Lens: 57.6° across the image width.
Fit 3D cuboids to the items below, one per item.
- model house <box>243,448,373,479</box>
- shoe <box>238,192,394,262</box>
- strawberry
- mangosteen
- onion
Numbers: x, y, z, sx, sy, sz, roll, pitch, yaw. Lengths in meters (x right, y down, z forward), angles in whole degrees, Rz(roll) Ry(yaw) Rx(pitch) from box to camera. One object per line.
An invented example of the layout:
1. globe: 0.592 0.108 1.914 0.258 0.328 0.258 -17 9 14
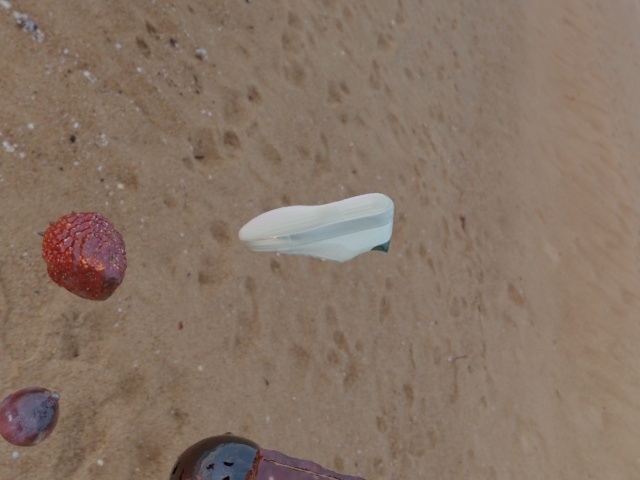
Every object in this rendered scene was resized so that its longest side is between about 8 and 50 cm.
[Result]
1. model house: -0.026 0.400 0.669 0.196 0.160 0.254 20 23 -8
2. shoe: 0.000 0.000 0.993 0.095 0.265 0.110 -101 179 -55
3. strawberry: -0.357 0.031 0.888 0.131 0.131 0.148 35 16 -40
4. mangosteen: -0.226 0.533 1.342 0.235 0.235 0.261 51 10 -26
5. onion: -0.785 0.470 1.602 0.159 0.195 0.159 50 9 -11
